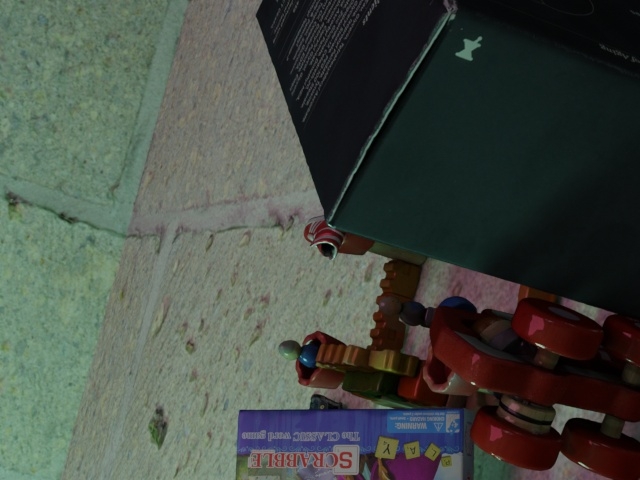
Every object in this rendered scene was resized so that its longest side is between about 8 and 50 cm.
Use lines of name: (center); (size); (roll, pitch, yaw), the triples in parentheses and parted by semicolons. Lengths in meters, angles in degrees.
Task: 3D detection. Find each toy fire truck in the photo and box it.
toy fire truck: (0.252, 0.141, 1.685); (0.254, 0.302, 0.169); (35, 110, 59)

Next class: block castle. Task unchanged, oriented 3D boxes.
block castle: (0.129, 0.080, 2.062); (0.453, 0.213, 0.303); (-8, 67, 62)

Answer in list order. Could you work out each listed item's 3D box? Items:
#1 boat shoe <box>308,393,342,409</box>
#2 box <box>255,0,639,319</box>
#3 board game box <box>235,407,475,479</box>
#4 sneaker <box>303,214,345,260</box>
boat shoe: (0.014, 0.299, 2.320); (0.183, 0.065, 0.083); (23, 96, 65)
box: (0.225, -0.197, 1.742); (0.297, 0.480, 0.472); (-60, 27, 27)
board game box: (0.041, 0.380, 1.919); (0.319, 0.066, 0.318); (-4, 76, 19)
sneaker: (0.000, 0.000, 2.150); (0.118, 0.042, 0.067); (-27, 35, 59)
